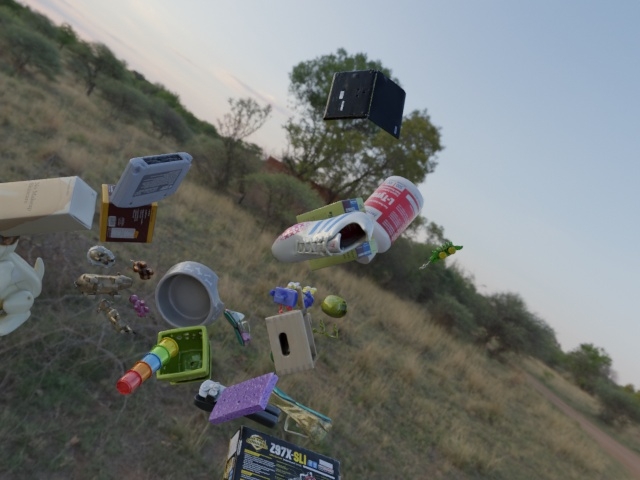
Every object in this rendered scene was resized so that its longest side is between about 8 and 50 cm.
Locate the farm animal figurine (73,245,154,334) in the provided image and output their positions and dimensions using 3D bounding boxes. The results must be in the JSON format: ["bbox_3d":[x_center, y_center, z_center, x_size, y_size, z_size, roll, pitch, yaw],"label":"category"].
[{"bbox_3d":[-0.895,0.217,1.900,0.326,0.331,0.172,28,-10,-40],"label":"farm animal figurine"}]

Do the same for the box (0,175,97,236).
[{"bbox_3d":[-0.914,-0.109,1.438,0.310,0.148,0.121,-6,-24,5],"label":"box"}]

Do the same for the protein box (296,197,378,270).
[{"bbox_3d":[0.056,-0.021,1.513,0.201,0.200,0.136,-17,-1,37],"label":"protein box"}]

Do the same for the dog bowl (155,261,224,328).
[{"bbox_3d":[-0.649,0.284,2.161,0.348,0.349,0.102,32,17,3],"label":"dog bowl"}]

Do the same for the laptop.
[{"bbox_3d":[0.172,-0.513,1.668,0.264,0.234,0.136,3,-25,21],"label":"laptop"}]

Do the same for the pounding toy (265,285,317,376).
[{"bbox_3d":[-0.072,0.206,1.045,0.206,0.094,0.181,62,15,-83],"label":"pounding toy"}]

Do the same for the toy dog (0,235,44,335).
[{"bbox_3d":[-1.207,0.091,1.641,0.284,0.408,0.395,15,30,20],"label":"toy dog"}]

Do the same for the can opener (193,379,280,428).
[{"bbox_3d":[-0.269,0.537,1.436,0.280,0.093,0.074,21,24,0],"label":"can opener"}]

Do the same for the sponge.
[{"bbox_3d":[-0.226,0.463,1.290,0.031,0.210,0.117,54,29,-19],"label":"sponge"}]

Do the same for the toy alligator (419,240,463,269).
[{"bbox_3d":[0.457,0.049,1.701,0.051,0.189,0.056,62,6,-1],"label":"toy alligator"}]

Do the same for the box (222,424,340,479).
[{"bbox_3d":[-0.095,0.659,1.143,0.321,0.079,0.257,27,24,-16],"label":"box"}]

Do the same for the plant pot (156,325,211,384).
[{"bbox_3d":[-0.631,0.557,2.086,0.207,0.227,0.228,88,-7,-57],"label":"plant pot"}]

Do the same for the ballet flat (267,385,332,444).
[{"bbox_3d":[-0.116,0.626,1.601,0.348,0.123,0.123,18,-6,37],"label":"ballet flat"}]

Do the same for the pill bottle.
[{"bbox_3d":[0.280,-0.092,2.053,0.229,0.408,0.229,36,-22,17],"label":"pill bottle"}]

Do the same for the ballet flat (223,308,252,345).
[{"bbox_3d":[-0.388,0.401,2.101,0.076,0.079,0.222,7,-54,50],"label":"ballet flat"}]

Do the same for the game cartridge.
[{"bbox_3d":[-0.587,-0.209,1.535,0.062,0.198,0.297,46,25,4],"label":"game cartridge"}]

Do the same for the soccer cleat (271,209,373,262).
[{"bbox_3d":[0.000,0.000,1.326,0.143,0.331,0.116,-90,158,-63],"label":"soccer cleat"}]

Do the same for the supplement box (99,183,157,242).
[{"bbox_3d":[-0.771,-0.105,1.763,0.194,0.191,0.129,2,38,-30],"label":"supplement box"}]

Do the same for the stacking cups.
[{"bbox_3d":[-0.698,0.499,1.775,0.096,0.096,0.316,33,17,5],"label":"stacking cups"}]

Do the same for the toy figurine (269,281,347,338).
[{"bbox_3d":[-0.098,0.275,1.829,0.362,0.191,0.217,13,-7,36],"label":"toy figurine"}]
